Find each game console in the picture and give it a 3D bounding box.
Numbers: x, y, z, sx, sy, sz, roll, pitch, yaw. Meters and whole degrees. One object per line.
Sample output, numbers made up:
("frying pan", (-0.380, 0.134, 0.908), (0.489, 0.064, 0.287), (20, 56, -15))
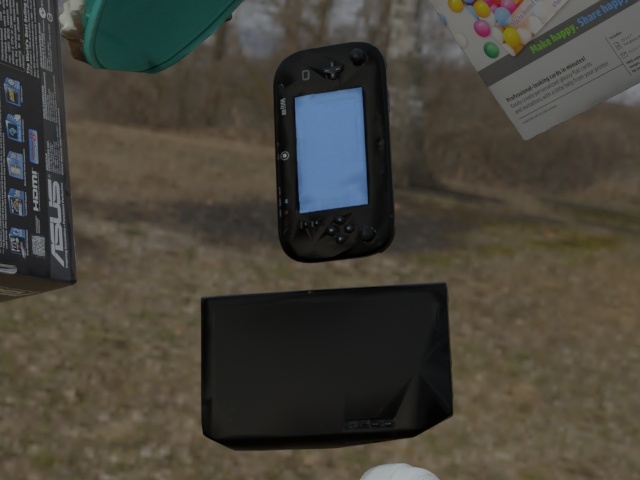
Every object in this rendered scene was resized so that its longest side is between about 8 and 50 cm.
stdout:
("game console", (0.000, 0.000, 1.336), (0.213, 0.361, 0.044), (-4, -18, 6))

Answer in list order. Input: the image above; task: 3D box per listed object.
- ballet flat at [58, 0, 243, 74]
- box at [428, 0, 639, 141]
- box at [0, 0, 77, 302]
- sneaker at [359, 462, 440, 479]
("ballet flat", (-0.043, -0.293, 1.008), (0.147, 0.409, 0.147), (36, 17, -12))
("box", (0.133, -0.169, 0.966), (0.145, 0.186, 0.038), (-27, 10, 49))
("box", (-0.311, -0.167, 1.098), (0.097, 0.395, 0.318), (-11, -12, 26))
("sneaker", (0.100, 0.245, 0.887), (0.169, 0.292, 0.108), (-25, -44, 29))
